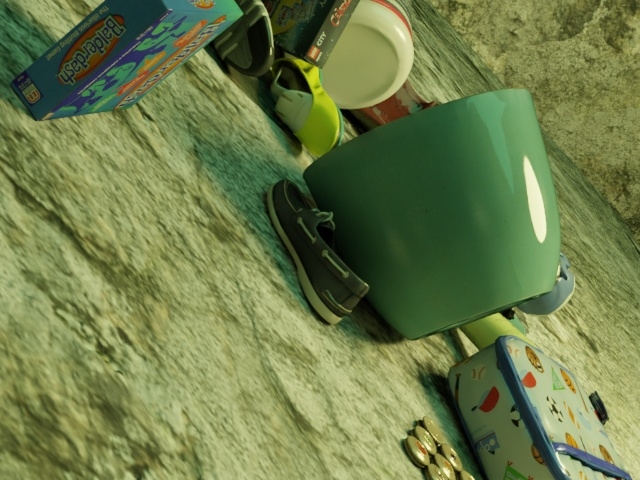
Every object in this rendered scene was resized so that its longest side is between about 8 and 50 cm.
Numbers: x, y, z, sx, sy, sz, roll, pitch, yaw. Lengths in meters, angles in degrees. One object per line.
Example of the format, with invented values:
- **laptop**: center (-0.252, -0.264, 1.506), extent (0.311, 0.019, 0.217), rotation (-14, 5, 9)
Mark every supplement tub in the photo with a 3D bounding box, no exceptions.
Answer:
- **supplement tub**: center (0.045, -0.349, 2.026), extent (0.191, 0.191, 0.272), rotation (42, 33, -31)

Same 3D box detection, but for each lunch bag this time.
- **lunch bag**: center (0.291, 0.259, 1.672), extent (0.303, 0.115, 0.243), rotation (29, 31, -51)

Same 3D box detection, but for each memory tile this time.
- **memory tile**: center (0.145, 0.262, 1.447), extent (0.148, 0.012, 0.113), rotation (53, 17, 4)

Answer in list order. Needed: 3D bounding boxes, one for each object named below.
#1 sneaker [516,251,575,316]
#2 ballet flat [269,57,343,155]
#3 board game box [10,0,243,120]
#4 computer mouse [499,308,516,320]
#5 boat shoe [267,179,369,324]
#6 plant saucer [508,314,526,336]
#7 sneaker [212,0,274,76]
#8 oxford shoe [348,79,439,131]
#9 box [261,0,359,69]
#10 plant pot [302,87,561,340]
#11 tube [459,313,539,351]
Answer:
- **sneaker**: center (0.257, -0.052, 1.930), extent (0.316, 0.127, 0.182), rotation (63, 9, 26)
- **ballet flat**: center (-0.028, -0.187, 1.818), extent (0.077, 0.077, 0.231), rotation (21, 26, -22)
- **board game box**: center (-0.174, -0.181, 1.244), extent (0.047, 0.160, 0.210), rotation (53, 17, 1)
- **computer mouse**: center (0.195, 0.002, 1.994), extent (0.262, 0.060, 0.184), rotation (39, 11, -25)
- **boat shoe**: center (0.000, 0.000, 1.499), extent (0.075, 0.065, 0.206), rotation (34, 25, -46)
- **plant saucer**: center (0.296, 0.152, 2.059), extent (0.067, 0.018, 0.192), rotation (50, 18, -9)
- **sneaker**: center (-0.102, -0.300, 1.808), extent (0.229, 0.086, 0.132), rotation (60, 16, 25)
- **oxford shoe**: center (0.092, -0.217, 2.164), extent (0.348, 0.123, 0.130), rotation (49, -21, 12)
- **box**: center (-0.005, -0.373, 1.870), extent (0.159, 0.233, 0.044), rotation (32, 4, 40)
- **plant pot**: center (0.154, -0.017, 1.597), extent (0.293, 0.293, 0.235), rotation (-2, 71, -70)
- **tube**: center (0.205, 0.097, 1.841), extent (0.240, 0.062, 0.070), rotation (46, -32, 39)
